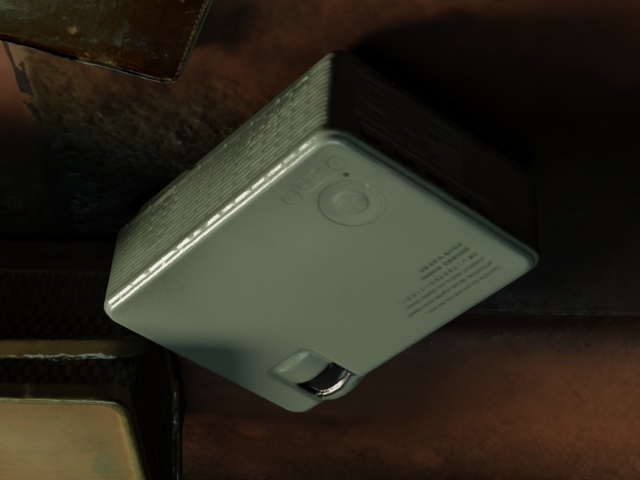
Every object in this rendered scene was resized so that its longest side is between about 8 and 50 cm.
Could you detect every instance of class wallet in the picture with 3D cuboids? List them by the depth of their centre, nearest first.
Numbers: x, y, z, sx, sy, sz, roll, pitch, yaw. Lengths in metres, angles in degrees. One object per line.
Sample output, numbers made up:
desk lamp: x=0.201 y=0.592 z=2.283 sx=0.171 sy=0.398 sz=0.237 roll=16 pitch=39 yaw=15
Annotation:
wallet: x=-0.179 y=-0.170 z=0.971 sx=0.232 sy=0.031 sz=0.122 roll=15 pitch=135 yaw=-15

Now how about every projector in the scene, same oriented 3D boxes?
projector: x=0.000 y=0.000 z=1.103 sx=0.192 sy=0.099 sz=0.256 roll=31 pitch=133 yaw=-26

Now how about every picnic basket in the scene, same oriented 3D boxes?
picnic basket: x=-0.198 y=0.129 z=1.238 sx=0.165 sy=0.139 sz=0.267 roll=1 pitch=142 yaw=5
